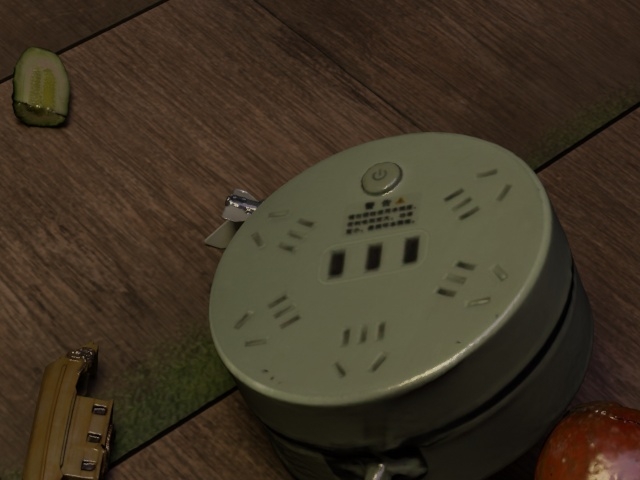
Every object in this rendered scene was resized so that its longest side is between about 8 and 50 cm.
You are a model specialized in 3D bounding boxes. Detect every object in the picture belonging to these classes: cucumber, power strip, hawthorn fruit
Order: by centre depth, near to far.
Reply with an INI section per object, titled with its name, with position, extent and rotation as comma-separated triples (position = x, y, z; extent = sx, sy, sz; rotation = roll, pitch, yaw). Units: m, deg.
[hawthorn fruit]
position = 0.269, 0.230, 1.500
extent = 0.173, 0.173, 0.173
rotation = 2, 47, -2
[power strip]
position = 0.072, 0.073, 1.555
extent = 0.357, 0.161, 0.357
rotation = -15, 41, 14
[cucumber]
position = -0.319, -0.174, 1.921
extent = 0.067, 0.035, 0.107
rotation = 14, 44, -17

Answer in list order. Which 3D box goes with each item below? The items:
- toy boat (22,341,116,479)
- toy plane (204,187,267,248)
[toy boat]
position = -0.230, 0.181, 1.582
extent = 0.077, 0.057, 0.200
rotation = 8, 46, -4
[toy plane]
position = -0.003, -0.016, 1.770
extent = 0.234, 0.082, 0.160
rotation = 8, 20, 3
